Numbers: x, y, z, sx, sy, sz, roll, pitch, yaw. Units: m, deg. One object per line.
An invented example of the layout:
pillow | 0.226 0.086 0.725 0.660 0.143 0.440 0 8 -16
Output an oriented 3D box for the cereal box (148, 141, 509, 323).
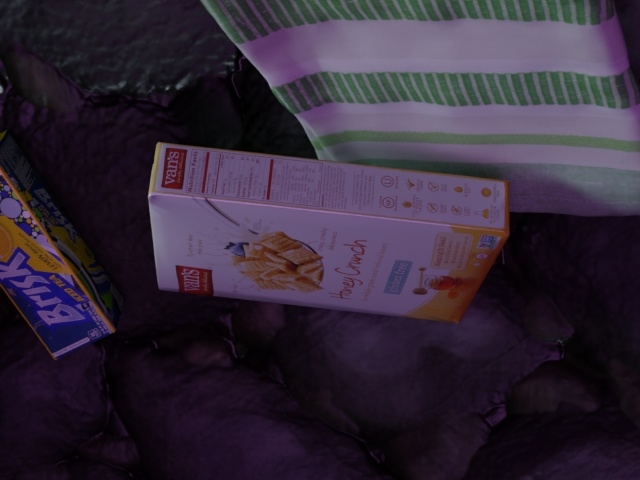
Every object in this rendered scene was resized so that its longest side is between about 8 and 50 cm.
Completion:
cereal box | 0.000 0.000 0.832 0.240 0.047 0.173 5 156 -2

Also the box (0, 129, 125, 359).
box | -0.220 0.005 0.882 0.059 0.054 0.168 -25 113 12

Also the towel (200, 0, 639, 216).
towel | 0.064 -0.106 0.706 0.248 0.038 0.325 3 152 27
